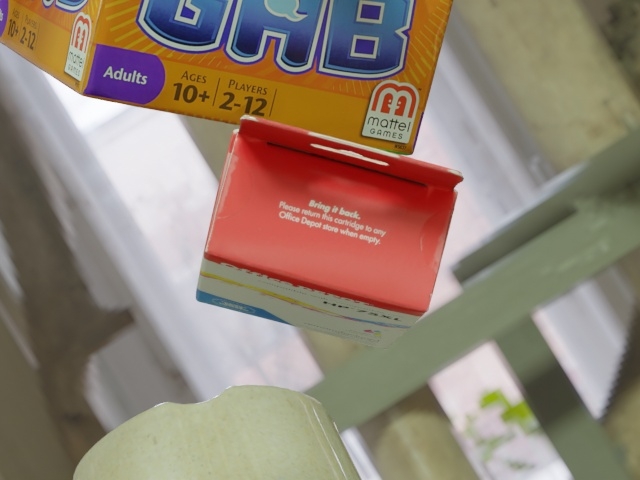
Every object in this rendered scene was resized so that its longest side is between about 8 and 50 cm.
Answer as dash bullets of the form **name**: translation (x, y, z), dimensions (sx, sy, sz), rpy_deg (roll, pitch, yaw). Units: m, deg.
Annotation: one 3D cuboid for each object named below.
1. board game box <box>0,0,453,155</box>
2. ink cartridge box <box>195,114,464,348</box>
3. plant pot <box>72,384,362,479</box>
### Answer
- **board game box**: translation (-0.093, -0.319, 1.917), dimensions (0.356, 0.356, 0.356), rpy_deg (9, 11, -27)
- **ink cartridge box**: translation (0.000, 0.000, 1.131), dimensions (0.231, 0.134, 0.078), rpy_deg (115, 169, -79)
- **plant pot**: translation (-0.054, 0.293, 1.470), dimensions (0.333, 0.305, 0.334), rpy_deg (-14, -32, -9)
